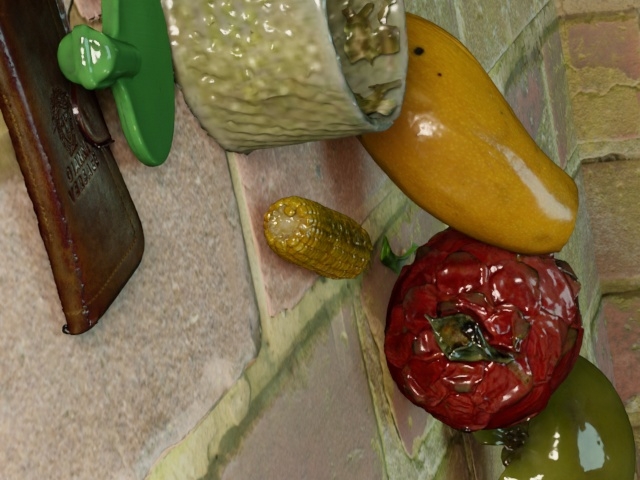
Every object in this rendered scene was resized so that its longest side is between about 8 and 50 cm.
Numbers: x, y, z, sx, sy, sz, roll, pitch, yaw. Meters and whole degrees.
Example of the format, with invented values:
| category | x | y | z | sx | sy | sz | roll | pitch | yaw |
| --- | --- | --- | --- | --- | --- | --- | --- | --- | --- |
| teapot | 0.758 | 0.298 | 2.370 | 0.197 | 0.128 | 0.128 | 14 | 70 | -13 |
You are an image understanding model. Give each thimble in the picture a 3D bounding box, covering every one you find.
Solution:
| category | x | y | z | sx | sy | sz | roll | pitch | yaw |
| --- | --- | --- | --- | --- | --- | --- | --- | --- | --- |
| thimble | -0.027 | -0.214 | 1.300 | 0.271 | 0.150 | 0.271 | -7 | 90 | -71 |

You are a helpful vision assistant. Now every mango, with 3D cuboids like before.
| category | x | y | z | sx | sy | sz | roll | pitch | yaw |
| --- | --- | --- | --- | --- | --- | --- | --- | --- | --- |
| mango | 0.143 | -0.119 | 1.606 | 0.359 | 0.144 | 0.187 | 49 | 45 | 7 |

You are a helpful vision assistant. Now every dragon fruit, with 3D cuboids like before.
| category | x | y | z | sx | sy | sz | roll | pitch | yaw |
| --- | --- | --- | --- | --- | --- | --- | --- | --- | --- |
| dragon fruit | 0.201 | 0.094 | 1.706 | 0.299 | 0.244 | 0.244 | -49 | 132 | -42 |

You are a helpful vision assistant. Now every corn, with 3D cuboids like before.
| category | x | y | z | sx | sy | sz | roll | pitch | yaw |
| --- | --- | --- | --- | --- | --- | --- | --- | --- | --- |
| corn | 0.000 | 0.000 | 1.433 | 0.207 | 0.068 | 0.068 | 22 | 63 | -69 |

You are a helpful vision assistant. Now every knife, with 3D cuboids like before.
| category | x | y | z | sx | sy | sz | roll | pitch | yaw |
| --- | --- | --- | --- | --- | --- | --- | --- | --- | --- |
| knife | 0.093 | 0.028 | 1.755 | 0.166 | 0.022 | 0.078 | 33 | 57 | -67 |

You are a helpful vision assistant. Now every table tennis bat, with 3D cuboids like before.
| category | x | y | z | sx | sy | sz | roll | pitch | yaw |
| --- | --- | --- | --- | --- | --- | --- | --- | --- | --- |
| table tennis bat | -0.144 | -0.133 | 1.069 | 0.257 | 0.039 | 0.161 | -44 | 127 | -82 |

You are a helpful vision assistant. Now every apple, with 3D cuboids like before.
| category | x | y | z | sx | sy | sz | roll | pitch | yaw |
| --- | --- | --- | --- | --- | --- | --- | --- | --- | --- |
| apple | 0.315 | 0.287 | 1.990 | 0.258 | 0.233 | 0.295 | 32 | 53 | -71 |

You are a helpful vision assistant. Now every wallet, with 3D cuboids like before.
| category | x | y | z | sx | sy | sz | roll | pitch | yaw |
| --- | --- | --- | --- | --- | --- | --- | --- | --- | --- |
| wallet | -0.181 | -0.076 | 0.995 | 0.137 | 0.031 | 0.255 | -69 | 149 | -60 |
